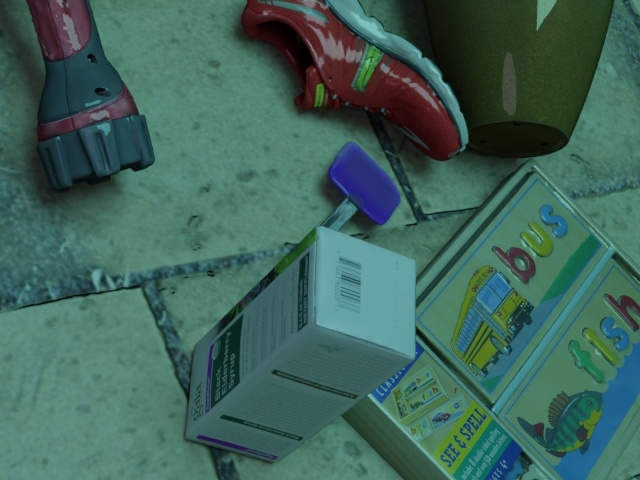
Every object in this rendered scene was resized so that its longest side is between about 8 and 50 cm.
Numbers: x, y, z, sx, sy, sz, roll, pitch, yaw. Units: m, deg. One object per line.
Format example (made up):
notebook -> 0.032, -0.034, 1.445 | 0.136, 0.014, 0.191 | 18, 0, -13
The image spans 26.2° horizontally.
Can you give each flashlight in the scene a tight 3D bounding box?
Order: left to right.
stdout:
flashlight -> -0.235, -0.198, 1.213 | 0.103, 0.103, 0.304 | -20, 95, -40

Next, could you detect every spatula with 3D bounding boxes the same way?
spatula -> 0.000, 0.000, 1.347 | 0.084, 0.030, 0.296 | 43, 48, -5

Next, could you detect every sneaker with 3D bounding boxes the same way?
sneaker -> 0.030, -0.168, 1.447 | 0.279, 0.107, 0.118 | 41, 67, 0

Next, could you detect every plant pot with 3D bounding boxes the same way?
plant pot -> 0.219, -0.229, 1.527 | 0.237, 0.237, 0.254 | 11, 73, -27

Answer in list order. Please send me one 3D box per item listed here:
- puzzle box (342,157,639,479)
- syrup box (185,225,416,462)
puzzle box -> 0.207, 0.116, 1.396 | 0.272, 0.052, 0.409 | 45, 48, -1
syrup box -> -0.021, 0.093, 1.138 | 0.096, 0.237, 0.093 | 20, 53, -24
